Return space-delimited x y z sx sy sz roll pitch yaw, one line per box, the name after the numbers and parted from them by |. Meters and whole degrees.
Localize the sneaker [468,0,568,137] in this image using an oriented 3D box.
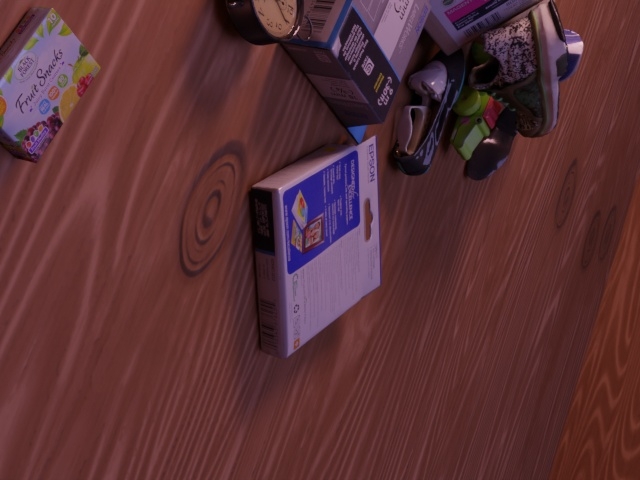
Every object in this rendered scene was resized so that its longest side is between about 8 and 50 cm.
0.391 -0.337 1.875 0.410 0.182 0.158 70 16 -65 | sneaker

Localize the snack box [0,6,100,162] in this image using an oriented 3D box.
-0.316 -0.172 1.014 0.141 0.037 0.100 -63 146 -21 | snack box

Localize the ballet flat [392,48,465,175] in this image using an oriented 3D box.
0.210 -0.265 1.799 0.096 0.095 0.281 21 83 -47 | ballet flat

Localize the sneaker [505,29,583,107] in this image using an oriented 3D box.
0.513 -0.439 2.159 0.315 0.127 0.182 104 -5 -73 | sneaker

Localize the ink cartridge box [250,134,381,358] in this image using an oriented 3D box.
0.000 0.000 1.580 0.307 0.072 0.304 -35 129 -51 | ink cartridge box

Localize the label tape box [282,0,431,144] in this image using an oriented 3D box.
0.088 -0.335 1.551 0.333 0.105 0.241 44 65 -55 | label tape box

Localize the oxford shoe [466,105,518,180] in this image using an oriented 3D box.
0.406 -0.220 2.165 0.212 0.076 0.076 -54 -177 -17 | oxford shoe

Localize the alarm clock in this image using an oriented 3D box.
-0.070 -0.336 1.312 0.192 0.064 0.129 25 69 -50 | alarm clock

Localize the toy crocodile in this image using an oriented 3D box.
0.370 -0.334 2.017 0.341 0.105 0.115 -66 148 -17 | toy crocodile

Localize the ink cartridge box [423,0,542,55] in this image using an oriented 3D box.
0.287 -0.470 1.701 0.193 0.234 0.088 28 38 -57 | ink cartridge box

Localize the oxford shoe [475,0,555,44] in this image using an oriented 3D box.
0.435 -0.541 1.961 0.397 0.140 0.147 -51 160 -48 | oxford shoe
